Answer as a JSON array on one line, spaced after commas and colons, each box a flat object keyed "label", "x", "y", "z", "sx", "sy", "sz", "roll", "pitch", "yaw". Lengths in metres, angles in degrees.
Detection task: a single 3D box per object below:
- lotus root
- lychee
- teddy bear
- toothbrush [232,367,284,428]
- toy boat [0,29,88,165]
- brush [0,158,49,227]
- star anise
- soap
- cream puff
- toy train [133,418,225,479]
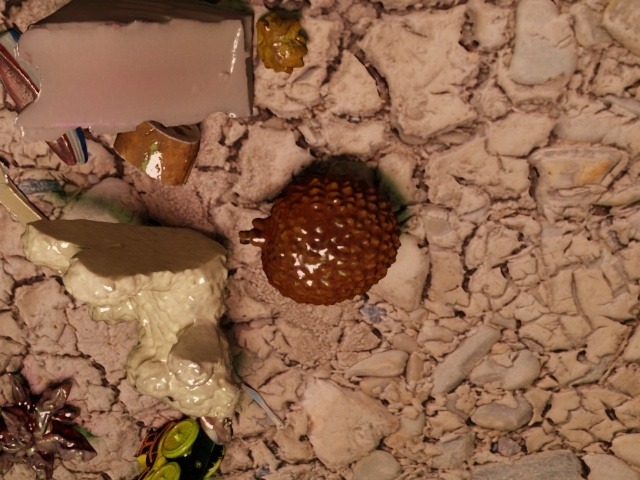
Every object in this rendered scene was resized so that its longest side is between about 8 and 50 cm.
[{"label": "lotus root", "x": -0.232, "y": -0.138, "z": 1.473, "sx": 0.122, "sy": 0.112, "sz": 0.081, "roll": 29, "pitch": 116, "yaw": -10}, {"label": "lychee", "x": 0.000, "y": 0.000, "z": 1.487, "sx": 0.238, "sy": 0.200, "sz": 0.200, "roll": 3, "pitch": 125, "yaw": -8}, {"label": "teddy bear", "x": -0.274, "y": 0.165, "z": 1.571, "sx": 0.327, "sy": 0.375, "sz": 0.362, "roll": 29, "pitch": 113, "yaw": 39}, {"label": "toothbrush", "x": -0.112, "y": 0.278, "z": 1.791, "sx": 0.014, "sy": 0.017, "sz": 0.162, "roll": -26, "pitch": 116, "yaw": 24}, {"label": "toy boat", "x": -0.412, "y": -0.199, "z": 1.503, "sx": 0.080, "sy": 0.046, "sz": 0.229, "roll": -20, "pitch": 117, "yaw": 17}, {"label": "brush", "x": -0.483, "y": -0.061, "z": 1.619, "sx": 0.085, "sy": 0.020, "sz": 0.336, "roll": -29, "pitch": 116, "yaw": 24}, {"label": "star anise", "x": -0.531, "y": 0.351, "z": 1.850, "sx": 0.212, "sy": 0.129, "sz": 0.283, "roll": 29, "pitch": 129, "yaw": -31}, {"label": "soap", "x": -0.220, "y": -0.214, "z": 1.317, "sx": 0.258, "sy": 0.302, "sz": 0.159, "roll": 13, "pitch": 117, "yaw": 0}, {"label": "cream puff", "x": -0.056, "y": -0.266, "z": 1.392, "sx": 0.083, "sy": 0.058, "sz": 0.083, "roll": 23, "pitch": 125, "yaw": -3}, {"label": "toy train", "x": -0.269, "y": 0.437, "z": 1.760, "sx": 0.160, "sy": 0.296, "sz": 0.100, "roll": -22, "pitch": 119, "yaw": 30}]
